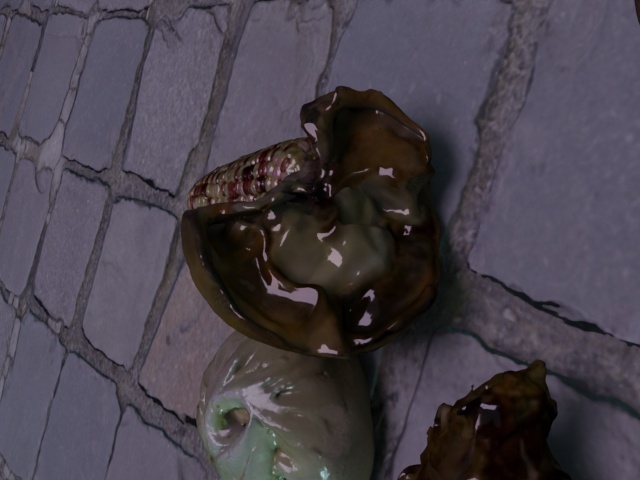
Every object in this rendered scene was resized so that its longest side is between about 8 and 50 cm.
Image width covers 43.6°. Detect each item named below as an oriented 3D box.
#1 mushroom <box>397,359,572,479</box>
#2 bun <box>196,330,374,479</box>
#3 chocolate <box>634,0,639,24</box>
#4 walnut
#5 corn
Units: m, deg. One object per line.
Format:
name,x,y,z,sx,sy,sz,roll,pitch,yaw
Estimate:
mushroom,0.113,0.316,0.453,0.334,0.356,0.331,40,113,9
bun,-0.042,0.168,0.737,0.178,0.128,0.193,-43,51,34
chocolate,0.258,-0.183,0.545,0.101,0.031,0.064,-11,75,48
walnut,0.011,0.005,0.696,0.204,0.141,0.238,42,73,14
corn,-0.071,-0.055,0.875,0.253,0.086,0.086,-8,73,51
